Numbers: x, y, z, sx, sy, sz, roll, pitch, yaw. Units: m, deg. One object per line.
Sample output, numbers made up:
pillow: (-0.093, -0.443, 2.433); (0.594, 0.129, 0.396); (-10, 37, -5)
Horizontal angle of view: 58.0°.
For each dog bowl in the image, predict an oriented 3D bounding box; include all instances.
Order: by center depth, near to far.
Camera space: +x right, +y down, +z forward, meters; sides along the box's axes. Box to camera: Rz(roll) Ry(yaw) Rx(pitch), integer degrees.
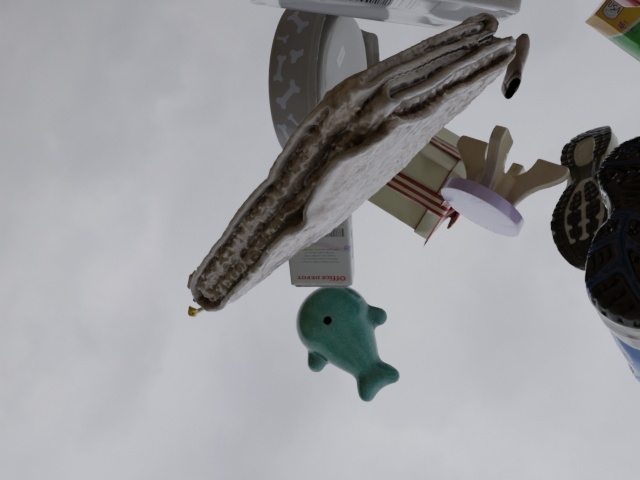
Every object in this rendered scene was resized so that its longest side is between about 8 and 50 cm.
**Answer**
dog bowl: (0.014, -0.292, 1.079); (0.102, 0.348, 0.348); (7, -119, 21)

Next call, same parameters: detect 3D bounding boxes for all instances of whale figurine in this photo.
whale figurine: (0.057, 0.222, 1.282); (0.216, 0.141, 0.272); (-36, -107, 3)

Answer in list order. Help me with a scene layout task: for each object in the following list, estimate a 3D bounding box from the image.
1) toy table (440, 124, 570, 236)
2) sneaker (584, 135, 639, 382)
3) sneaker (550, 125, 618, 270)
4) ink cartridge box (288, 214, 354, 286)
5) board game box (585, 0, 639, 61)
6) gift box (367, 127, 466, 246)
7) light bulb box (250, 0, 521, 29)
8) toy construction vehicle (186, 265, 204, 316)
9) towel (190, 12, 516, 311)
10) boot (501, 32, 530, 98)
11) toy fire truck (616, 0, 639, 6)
toy table: (0.385, -0.125, 1.257); (0.252, 0.274, 0.160); (27, -93, 22)
sneaker: (0.215, -0.002, 0.359); (0.080, 0.081, 0.211); (2, -140, 43)
sneaker: (0.652, -0.080, 1.319); (0.158, 0.182, 0.410); (-25, -148, 49)
ink cartridge box: (0.000, 0.000, 1.154); (0.128, 0.175, 0.072); (0, -154, 8)
board game box: (0.775, -0.538, 1.239); (0.316, 0.242, 0.064); (-54, 177, 6)
gift box: (0.295, -0.160, 1.619); (0.258, 0.255, 0.276); (32, -135, 10)
light bulb box: (0.089, -0.483, 0.736); (0.225, 0.358, 0.360); (-92, -171, -77)
toy construction vehicle: (-0.178, 0.066, 0.913); (0.098, 0.035, 0.085); (-55, 166, -64)
towel: (0.015, -0.046, 0.443); (0.187, 0.049, 0.282); (-35, 174, -38)
boot: (0.404, -0.353, 1.190); (0.042, 0.118, 0.087); (12, -135, 7)
toy fire truck: (0.415, -0.507, 0.809); (0.253, 0.302, 0.169); (-63, -159, 15)
